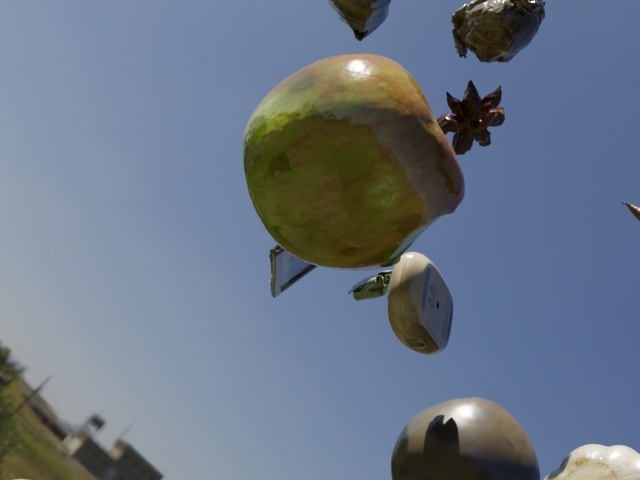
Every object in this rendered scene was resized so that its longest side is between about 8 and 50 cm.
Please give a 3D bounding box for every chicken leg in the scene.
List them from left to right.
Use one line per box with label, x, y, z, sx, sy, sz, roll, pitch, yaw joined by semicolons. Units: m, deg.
chicken leg;0.351;-0.439;1.845;0.211;0.361;0.140;-32;-74;28

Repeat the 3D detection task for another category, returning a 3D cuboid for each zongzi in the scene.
zongzi;0.056;-0.645;2.243;0.288;0.134;0.286;50;-14;4

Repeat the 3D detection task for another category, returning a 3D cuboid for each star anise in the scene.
star anise;0.364;-0.288;2.302;0.212;0.196;0.111;25;41;-53

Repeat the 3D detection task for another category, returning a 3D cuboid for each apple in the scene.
apple;0.044;-0.114;1.481;0.339;0.339;0.339;37;-20;16

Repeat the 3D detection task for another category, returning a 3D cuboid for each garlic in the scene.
garlic;0.408;0.411;1.321;0.212;0.218;0.218;54;-22;-21

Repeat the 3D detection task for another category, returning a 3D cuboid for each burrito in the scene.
burrito;0.104;0.085;1.798;0.044;0.074;0.118;63;-21;-3

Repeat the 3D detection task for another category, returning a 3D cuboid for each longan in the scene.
longan;0.268;0.443;1.769;0.297;0.297;0.297;37;-20;16

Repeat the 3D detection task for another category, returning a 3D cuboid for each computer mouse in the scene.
computer mouse;0.171;0.113;1.684;0.082;0.145;0.236;1;-24;23

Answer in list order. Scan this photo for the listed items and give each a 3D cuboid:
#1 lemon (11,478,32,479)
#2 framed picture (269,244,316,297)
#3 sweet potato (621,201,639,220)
lemon;-0.647;0.643;2.072;0.253;0.228;0.228;31;-23;28
framed picture;0.000;0.000;1.779;0.024;0.232;0.315;52;-12;10
sweet potato;0.618;-0.015;1.693;0.195;0.056;0.056;41;-19;21
